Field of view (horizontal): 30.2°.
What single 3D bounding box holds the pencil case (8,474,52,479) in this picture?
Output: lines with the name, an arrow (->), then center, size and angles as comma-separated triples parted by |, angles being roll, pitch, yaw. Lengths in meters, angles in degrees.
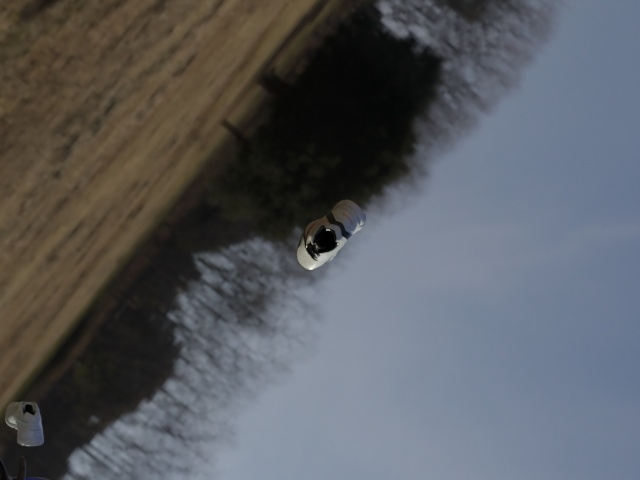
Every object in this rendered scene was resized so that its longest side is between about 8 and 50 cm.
pencil case -> -0.396, 0.349, 1.445 | 0.119, 0.133, 0.306 | -17, 180, -36

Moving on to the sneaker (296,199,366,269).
sneaker -> 0.000, 0.000, 1.115 | 0.044, 0.040, 0.109 | -44, 177, -36

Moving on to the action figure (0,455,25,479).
action figure -> -0.341, 0.357, 1.204 | 0.164, 0.141, 0.275 | 43, 64, -58

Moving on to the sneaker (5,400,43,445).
sneaker -> -0.502, 0.299, 2.029 | 0.152, 0.054, 0.061 | 25, -68, 60
